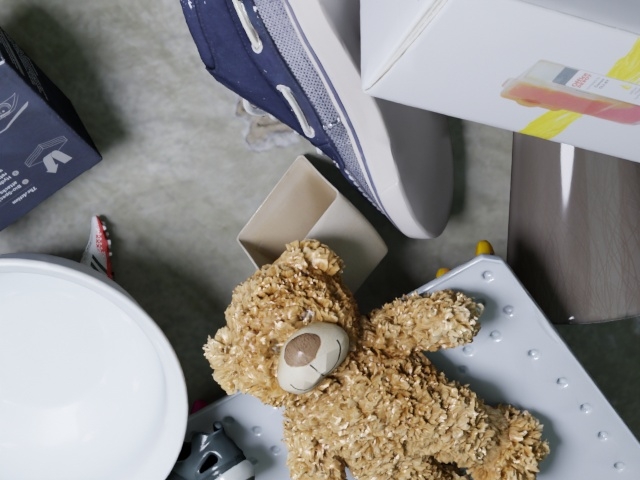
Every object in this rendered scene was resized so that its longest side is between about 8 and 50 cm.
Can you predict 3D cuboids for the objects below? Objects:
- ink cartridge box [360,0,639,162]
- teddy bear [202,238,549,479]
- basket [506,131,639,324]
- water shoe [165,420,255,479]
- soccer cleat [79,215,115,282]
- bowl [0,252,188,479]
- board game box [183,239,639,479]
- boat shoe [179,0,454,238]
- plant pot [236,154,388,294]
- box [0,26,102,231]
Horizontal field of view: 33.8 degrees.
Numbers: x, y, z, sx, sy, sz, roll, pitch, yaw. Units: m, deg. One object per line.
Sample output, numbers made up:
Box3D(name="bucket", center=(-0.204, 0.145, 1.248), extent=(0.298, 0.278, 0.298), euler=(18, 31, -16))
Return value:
Box3D(name="ink cartridge box", center=(0.230, -0.230, 0.875), extent=(0.384, 0.160, 0.279), euler=(11, 62, -21))
Box3D(name="teddy bear", center=(0.057, 0.154, 0.955), extent=(0.245, 0.113, 0.338), euler=(-24, 114, 17))
Box3D(name="basket", center=(0.267, -0.052, 1.041), extent=(0.204, 0.154, 0.227), euler=(-12, 105, -5))
Box3D(name="water shoe", center=(-0.144, 0.242, 1.071), extent=(0.203, 0.073, 0.080), euler=(-33, 81, 37))
Box3D(name="soccer cleat", center=(-0.221, 0.017, 1.028), extent=(0.035, 0.029, 0.083), euler=(-8, 113, -13))
Box3D(name="bowl", center=(-0.271, 0.126, 0.988), extent=(0.297, 0.134, 0.298), euler=(-2, 114, -4))
Box3D(name="board game box", center=(0.117, 0.232, 1.084), extent=(0.390, 0.050, 0.390), euler=(-31, 112, 22))
Box3D(name="boat shoe", center=(0.004, -0.137, 0.985), extent=(0.158, 0.127, 0.341), euler=(1, 135, 34))
Box3D(name="plant pot", center=(0.000, 0.000, 1.029), extent=(0.096, 0.109, 0.109), euler=(33, 99, -31))
Box3D(name="box", center=(-0.303, -0.092, 0.907), extent=(0.156, 0.093, 0.158), euler=(-35, 146, 1))
